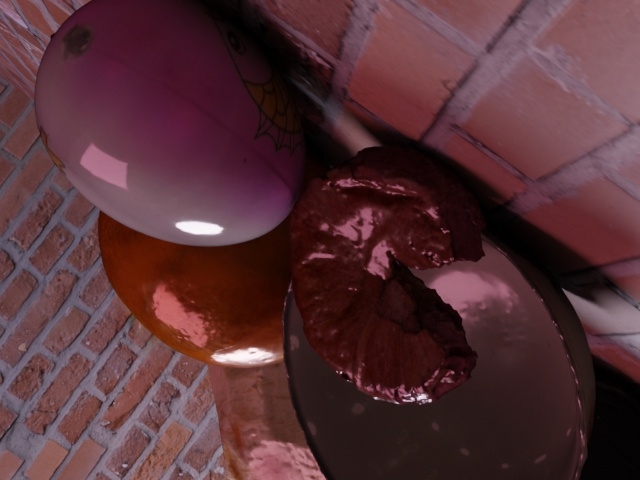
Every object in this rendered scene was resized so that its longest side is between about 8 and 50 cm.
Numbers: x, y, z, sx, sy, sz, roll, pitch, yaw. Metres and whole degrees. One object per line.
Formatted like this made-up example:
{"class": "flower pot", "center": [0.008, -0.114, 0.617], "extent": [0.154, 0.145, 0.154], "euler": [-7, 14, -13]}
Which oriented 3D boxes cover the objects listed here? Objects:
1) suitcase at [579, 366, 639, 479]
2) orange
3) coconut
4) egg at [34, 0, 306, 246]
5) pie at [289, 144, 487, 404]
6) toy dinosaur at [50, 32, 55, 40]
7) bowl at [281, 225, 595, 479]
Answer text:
{"class": "suitcase", "center": [0.285, 0.272, 1.468], "extent": [0.339, 0.188, 0.345], "euler": [6, 155, 43]}
{"class": "orange", "center": [-0.094, -0.003, 1.282], "extent": [0.284, 0.226, 0.284], "euler": [30, -149, -20]}
{"class": "coconut", "center": [0.012, 0.233, 1.730], "extent": [0.344, 0.415, 0.415], "euler": [20, -173, -42]}
{"class": "egg", "center": [-0.118, -0.095, 1.033], "extent": [0.196, 0.196, 0.271], "euler": [33, 173, 26]}
{"class": "pie", "center": [0.053, 0.031, 1.028], "extent": [0.204, 0.219, 0.054], "euler": [2, -166, 45]}
{"class": "toy dinosaur", "center": [-0.240, -0.202, 1.644], "extent": [0.286, 0.070, 0.139], "euler": [41, -165, -25]}
{"class": "bowl", "center": [0.134, 0.111, 1.123], "extent": [0.337, 0.337, 0.157], "euler": [32, -146, 34]}
